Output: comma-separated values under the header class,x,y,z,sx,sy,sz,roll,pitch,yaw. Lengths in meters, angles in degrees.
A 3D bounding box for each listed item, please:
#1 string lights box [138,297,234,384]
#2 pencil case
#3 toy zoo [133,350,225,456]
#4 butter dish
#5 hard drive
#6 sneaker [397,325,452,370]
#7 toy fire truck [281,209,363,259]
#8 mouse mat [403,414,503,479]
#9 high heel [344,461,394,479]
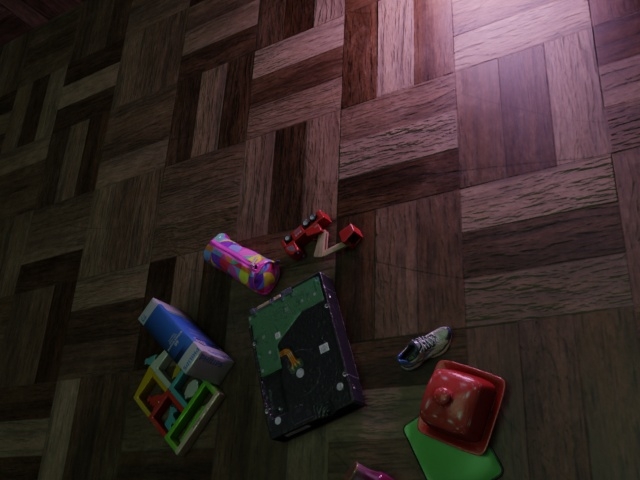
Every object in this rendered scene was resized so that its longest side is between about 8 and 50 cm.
class,x,y,z,sx,sy,sz,roll,pitch,yaw
string lights box,-0.352,0.261,1.812,0.259,0.133,0.077,36,90,41
pencil case,-0.209,0.059,1.832,0.236,0.104,0.104,23,83,41
toy zoo,-0.389,0.401,1.838,0.293,0.030,0.192,34,90,41
butter dish,0.258,0.316,1.359,0.159,0.118,0.160,13,76,38
hard drive,-0.043,0.272,1.636,0.236,0.064,0.339,-30,55,20
sneaker,0.220,0.228,1.475,0.135,0.058,0.052,-41,51,11
toy fire truck,0.000,0.000,1.746,0.192,0.047,0.135,-39,53,14
mouse mat,0.261,0.418,1.390,0.152,0.007,0.190,-37,51,15
high heel,0.066,0.570,1.431,0.244,0.117,0.082,-59,4,12
